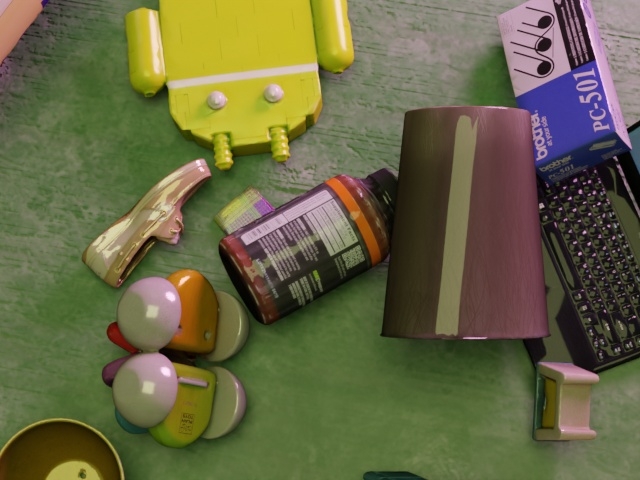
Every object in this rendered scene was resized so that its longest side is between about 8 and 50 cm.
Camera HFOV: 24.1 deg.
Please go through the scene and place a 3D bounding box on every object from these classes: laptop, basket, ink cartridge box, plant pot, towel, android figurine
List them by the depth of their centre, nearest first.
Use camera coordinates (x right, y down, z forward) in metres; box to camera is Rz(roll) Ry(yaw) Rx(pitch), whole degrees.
[{"bbox_3d":[0.148,-0.016,1.505,0.154,0.204,0.226,0,88,38],"label":"basket"},{"bbox_3d":[-0.258,0.252,1.524,0.134,0.095,0.134,0,78,2],"label":"plant pot"},{"bbox_3d":[0.316,-0.004,1.545,0.264,0.136,0.234,-20,77,-3],"label":"laptop"},{"bbox_3d":[0.255,-0.168,1.579,0.097,0.046,0.207,-25,54,24],"label":"ink cartridge box"},{"bbox_3d":[-0.069,-0.012,1.623,0.060,0.009,0.083,-41,78,-6],"label":"towel"},{"bbox_3d":[-0.089,-0.209,1.647,0.248,0.056,0.272,-5,75,0],"label":"android figurine"}]

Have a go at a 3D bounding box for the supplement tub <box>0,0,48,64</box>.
[{"bbox_3d":[-0.402,-0.299,1.574,0.241,0.241,0.331,35,84,9],"label":"supplement tub"}]

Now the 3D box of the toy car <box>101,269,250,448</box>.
[{"bbox_3d":[-0.164,0.123,1.540,0.136,0.159,0.182,-8,75,35],"label":"toy car"}]

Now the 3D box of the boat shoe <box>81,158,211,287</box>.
[{"bbox_3d":[-0.175,-0.016,1.604,0.170,0.063,0.059,-42,82,2],"label":"boat shoe"}]

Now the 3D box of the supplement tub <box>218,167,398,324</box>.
[{"bbox_3d":[0.000,0.000,1.567,0.198,0.106,0.106,-29,78,-11],"label":"supplement tub"}]

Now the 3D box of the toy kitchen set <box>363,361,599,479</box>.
[{"bbox_3d":[0.161,0.204,1.519,0.207,0.122,0.166,3,89,-20],"label":"toy kitchen set"}]
